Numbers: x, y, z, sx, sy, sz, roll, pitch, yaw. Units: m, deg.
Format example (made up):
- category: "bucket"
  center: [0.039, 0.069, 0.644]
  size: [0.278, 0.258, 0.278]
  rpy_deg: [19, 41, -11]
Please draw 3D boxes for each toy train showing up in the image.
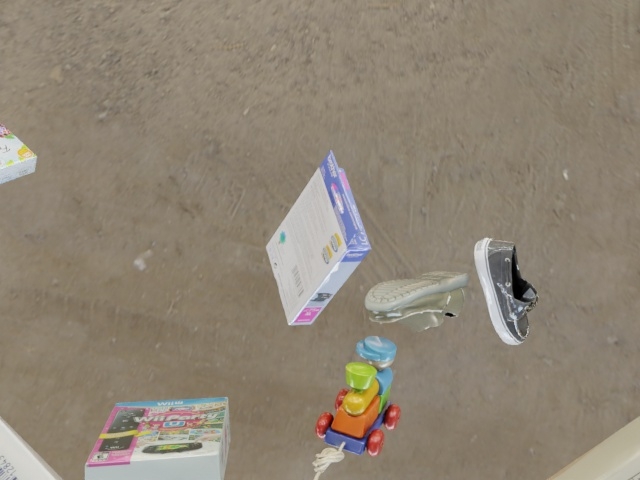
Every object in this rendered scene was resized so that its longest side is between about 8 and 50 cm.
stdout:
- category: "toy train"
  center: [0.050, 0.250, 1.446]
  size: [0.105, 0.248, 0.143]
  rpy_deg: [15, 111, 17]

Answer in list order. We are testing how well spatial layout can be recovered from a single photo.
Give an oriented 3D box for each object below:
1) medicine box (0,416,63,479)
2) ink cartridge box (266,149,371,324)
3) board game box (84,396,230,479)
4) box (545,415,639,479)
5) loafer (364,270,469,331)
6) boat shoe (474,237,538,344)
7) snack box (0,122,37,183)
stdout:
- category: "medicine box"
  center: [-0.381, 0.378, 1.257]
  size: [0.149, 0.263, 0.289]
  rpy_deg: [-44, 141, -20]
- category: "ink cartridge box"
  center: [0.000, 0.000, 1.780]
  size: [0.065, 0.186, 0.311]
  rpy_deg: [0, 145, -28]
- category: "board game box"
  center: [-0.280, 0.376, 1.721]
  size: [0.224, 0.303, 0.097]
  rpy_deg: [-3, 98, -2]
- category: "box"
  center: [0.255, 0.297, 0.907]
  size: [0.148, 0.121, 0.311]
  rpy_deg: [49, 125, 8]
- category: "loafer"
  center: [0.162, 0.105, 1.529]
  size: [0.094, 0.251, 0.087]
  rpy_deg: [4, 98, 40]
- category: "boat shoe"
  center: [0.325, 0.087, 1.614]
  size: [0.076, 0.080, 0.228]
  rpy_deg: [-3, 125, 31]
- category: "snack box"
  center: [-0.540, -0.129, 1.529]
  size: [0.100, 0.141, 0.037]
  rpy_deg: [41, 134, 20]
